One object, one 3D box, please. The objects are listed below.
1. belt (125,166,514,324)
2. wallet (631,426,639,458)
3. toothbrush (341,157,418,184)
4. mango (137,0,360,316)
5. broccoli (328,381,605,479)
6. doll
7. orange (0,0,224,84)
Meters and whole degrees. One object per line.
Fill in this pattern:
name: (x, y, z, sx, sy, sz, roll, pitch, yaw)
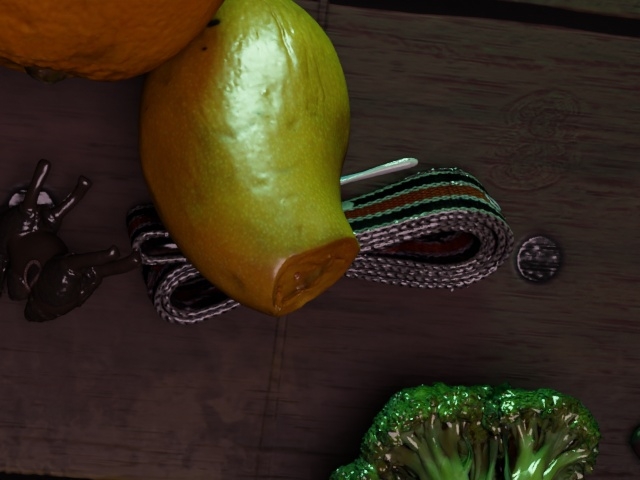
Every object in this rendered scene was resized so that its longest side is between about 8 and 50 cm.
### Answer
belt: (0.000, 0.000, 1.708, 0.360, 0.094, 0.126, -3, 112, -10)
wallet: (0.445, 0.229, 1.862, 0.182, 0.049, 0.229, -41, 103, 1)
toothbrush: (0.015, -0.060, 1.743, 0.162, 0.014, 0.017, -14, 111, -5)
mango: (-0.066, -0.087, 1.583, 0.187, 0.359, 0.144, -3, 142, -1)
broccoli: (0.149, 0.255, 1.697, 0.254, 0.269, 0.269, 32, 92, -21)
doll: (-0.258, 0.016, 1.657, 0.165, 0.057, 0.139, -43, 67, 19)
orange: (-0.210, -0.276, 1.513, 0.312, 0.312, 0.312, -2, 100, -11)
